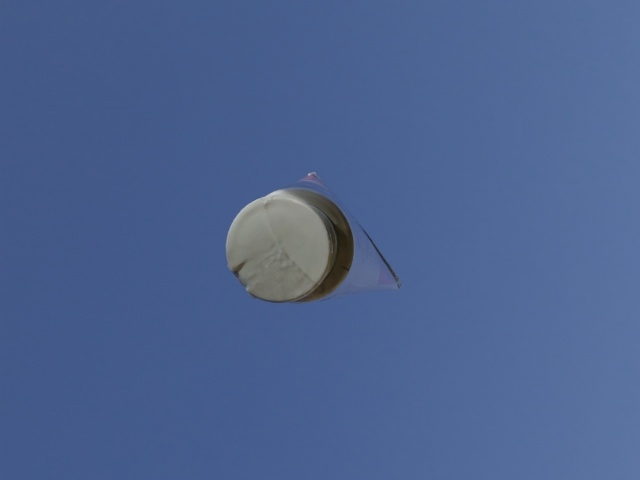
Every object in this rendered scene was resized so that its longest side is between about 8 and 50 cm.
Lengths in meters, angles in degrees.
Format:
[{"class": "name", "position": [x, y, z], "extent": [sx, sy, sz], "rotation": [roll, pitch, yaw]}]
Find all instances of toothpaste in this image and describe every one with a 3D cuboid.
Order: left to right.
[{"class": "toothpaste", "position": [0.000, 0.000, 0.844], "extent": [0.089, 0.057, 0.234], "rotation": [53, -171, 4]}]
